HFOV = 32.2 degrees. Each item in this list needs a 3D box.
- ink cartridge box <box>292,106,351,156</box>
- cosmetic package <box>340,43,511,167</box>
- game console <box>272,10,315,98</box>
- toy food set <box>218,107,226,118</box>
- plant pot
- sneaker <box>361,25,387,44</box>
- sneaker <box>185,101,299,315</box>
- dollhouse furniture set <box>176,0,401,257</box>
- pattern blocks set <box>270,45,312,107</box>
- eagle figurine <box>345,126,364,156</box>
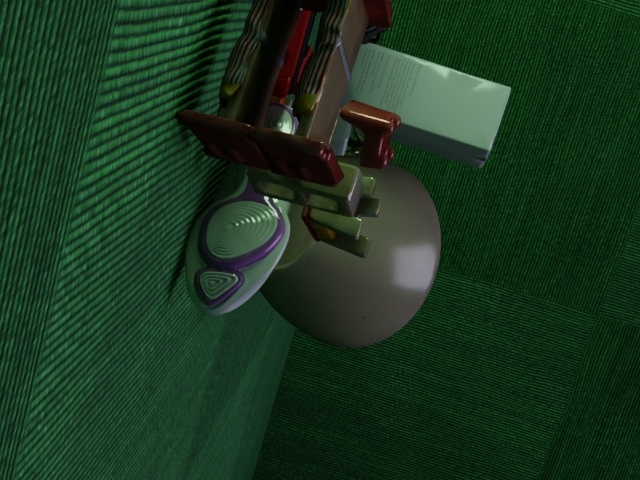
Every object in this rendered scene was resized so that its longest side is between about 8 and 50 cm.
[{"bbox_3d":[-0.013,-0.155,1.960,0.150,0.109,0.063,104,1,-47],"label":"ink cartridge box"},{"bbox_3d":[0.203,-0.298,2.413,0.217,0.385,0.156,76,31,-84],"label":"cosmetic package"},{"bbox_3d":[0.000,-0.398,1.369,0.342,0.060,0.386,-78,-175,-48],"label":"game console"},{"bbox_3d":[-0.104,-0.143,1.297,0.083,0.020,0.082,93,15,-78],"label":"toy food set"},{"bbox_3d":[0.000,0.000,1.577,0.191,0.284,0.284,18,89,-50],"label":"plant pot"},{"bbox_3d":[0.076,-0.407,2.196,0.188,0.078,0.067,-16,-125,65],"label":"sneaker"},{"bbox_3d":[-0.085,-0.024,1.394,0.152,0.114,0.305,100,8,-57],"label":"sneaker"},{"bbox_3d":[-0.012,-0.138,1.223,0.374,0.152,0.201,62,44,-72],"label":"dollhouse furniture set"},{"bbox_3d":[-0.084,-0.120,1.677,0.325,0.026,0.285,-69,175,-48],"label":"pattern blocks set"},{"bbox_3d":[0.006,-0.101,2.304,0.298,0.225,0.226,-43,124,-13],"label":"eagle figurine"}]
